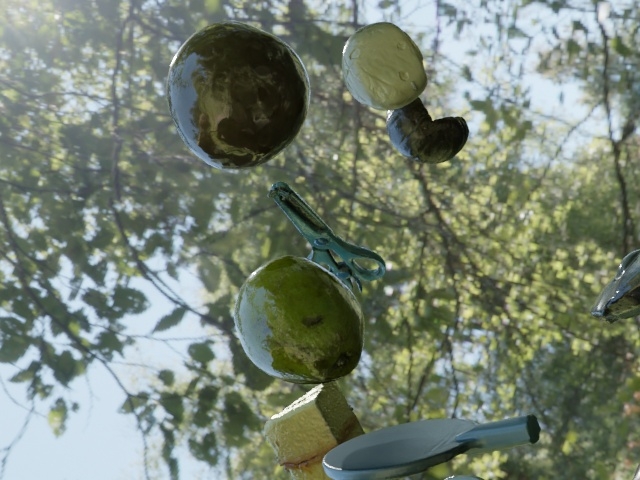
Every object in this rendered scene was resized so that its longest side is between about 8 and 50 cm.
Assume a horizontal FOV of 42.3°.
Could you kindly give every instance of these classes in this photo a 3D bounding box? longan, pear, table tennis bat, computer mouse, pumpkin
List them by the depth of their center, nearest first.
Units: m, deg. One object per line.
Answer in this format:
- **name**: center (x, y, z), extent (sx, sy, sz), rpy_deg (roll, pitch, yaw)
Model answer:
- **computer mouse**: center (0.537, 0.018, 1.148), extent (0.374, 0.203, 0.114), rpy_deg (-12, -105, -15)
- **table tennis bat**: center (0.152, 0.293, 1.186), extent (0.215, 0.329, 0.044), rpy_deg (-13, -93, -59)
- **pear**: center (-0.035, 0.138, 1.394), extent (0.213, 0.269, 0.212), rpy_deg (-18, -59, -32)
- **longan**: center (-0.163, -0.287, 1.648), extent (0.297, 0.297, 0.297), rpy_deg (-22, -62, -48)
- **pumpkin**: center (0.218, -0.220, 1.732), extent (0.119, 0.184, 0.107), rpy_deg (118, 173, -46)

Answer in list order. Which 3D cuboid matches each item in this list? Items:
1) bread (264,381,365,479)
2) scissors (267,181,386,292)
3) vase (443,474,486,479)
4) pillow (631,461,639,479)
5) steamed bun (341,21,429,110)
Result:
- **bread**: center (-0.006, 0.463, 1.903), extent (0.240, 0.178, 0.135), rpy_deg (61, -155, -5)
- **scissors**: center (0.000, 0.000, 1.718), extent (0.393, 0.180, 0.032), rpy_deg (49, -148, -44)
- **vase**: center (0.202, 0.596, 1.588), extent (0.291, 0.245, 0.244), rpy_deg (-1, -77, -39)
- **pillow**: center (0.236, 0.160, 0.378), extent (0.236, 0.223, 0.084), rpy_deg (-49, -52, -14)
- **steamed bun**: center (0.088, -0.246, 1.201), extent (0.112, 0.130, 0.091), rpy_deg (-35, -3, -8)
